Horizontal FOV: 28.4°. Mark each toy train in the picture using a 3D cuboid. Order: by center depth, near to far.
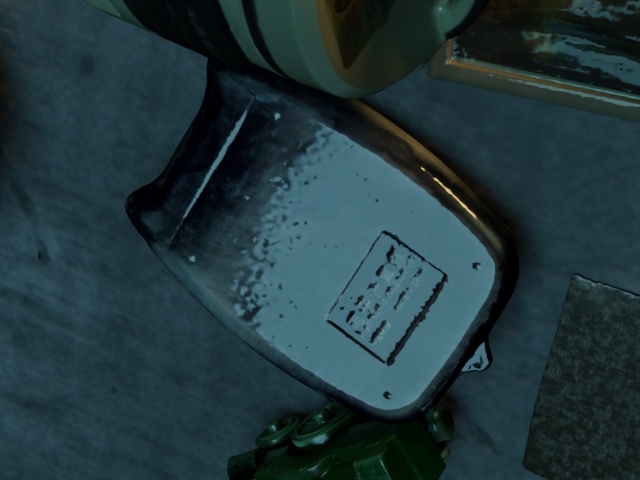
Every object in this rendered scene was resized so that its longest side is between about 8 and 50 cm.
[{"bbox_3d":[0.009,0.158,0.872,0.178,0.104,0.071,-23,105,34],"label":"toy train"}]

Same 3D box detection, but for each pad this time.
[{"bbox_3d":[0.249,0.126,0.787,0.235,0.003,0.158,20,120,19],"label":"pad"}]

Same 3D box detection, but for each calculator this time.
[{"bbox_3d":[0.000,0.000,0.812,0.268,0.040,0.177,35,108,13],"label":"calculator"}]

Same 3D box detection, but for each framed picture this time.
[{"bbox_3d":[0.183,-0.150,0.685,0.250,0.016,0.184,17,120,21],"label":"framed picture"}]

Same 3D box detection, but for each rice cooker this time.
[{"bbox_3d":[-0.014,-0.191,0.640,0.244,0.226,0.226,23,122,23],"label":"rice cooker"}]
